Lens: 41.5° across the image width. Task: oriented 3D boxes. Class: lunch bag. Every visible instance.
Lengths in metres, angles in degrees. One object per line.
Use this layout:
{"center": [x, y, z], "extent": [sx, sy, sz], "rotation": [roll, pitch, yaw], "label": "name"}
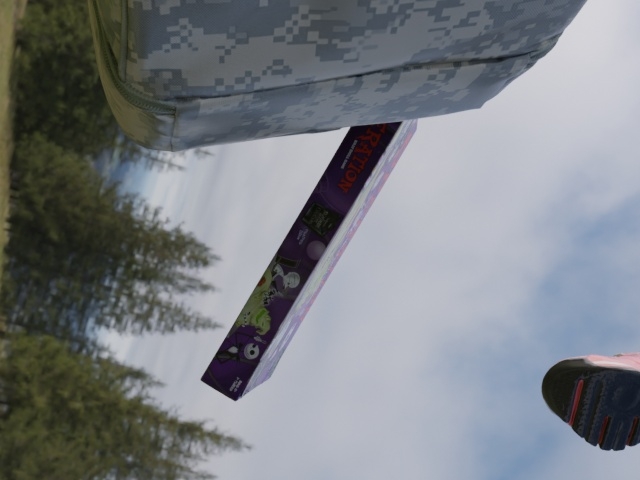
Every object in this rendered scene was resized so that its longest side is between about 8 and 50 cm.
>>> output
{"center": [0.012, -0.193, 0.478], "extent": [0.256, 0.305, 0.212], "rotation": [138, -57, -75], "label": "lunch bag"}

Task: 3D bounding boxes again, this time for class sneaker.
{"center": [0.417, 0.204, 1.142], "extent": [0.136, 0.314, 0.115], "rotation": [-130, -127, -65], "label": "sneaker"}

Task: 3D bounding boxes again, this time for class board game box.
{"center": [0.000, 0.000, 0.896], "extent": [0.346, 0.056, 0.208], "rotation": [-59, 178, 0], "label": "board game box"}
